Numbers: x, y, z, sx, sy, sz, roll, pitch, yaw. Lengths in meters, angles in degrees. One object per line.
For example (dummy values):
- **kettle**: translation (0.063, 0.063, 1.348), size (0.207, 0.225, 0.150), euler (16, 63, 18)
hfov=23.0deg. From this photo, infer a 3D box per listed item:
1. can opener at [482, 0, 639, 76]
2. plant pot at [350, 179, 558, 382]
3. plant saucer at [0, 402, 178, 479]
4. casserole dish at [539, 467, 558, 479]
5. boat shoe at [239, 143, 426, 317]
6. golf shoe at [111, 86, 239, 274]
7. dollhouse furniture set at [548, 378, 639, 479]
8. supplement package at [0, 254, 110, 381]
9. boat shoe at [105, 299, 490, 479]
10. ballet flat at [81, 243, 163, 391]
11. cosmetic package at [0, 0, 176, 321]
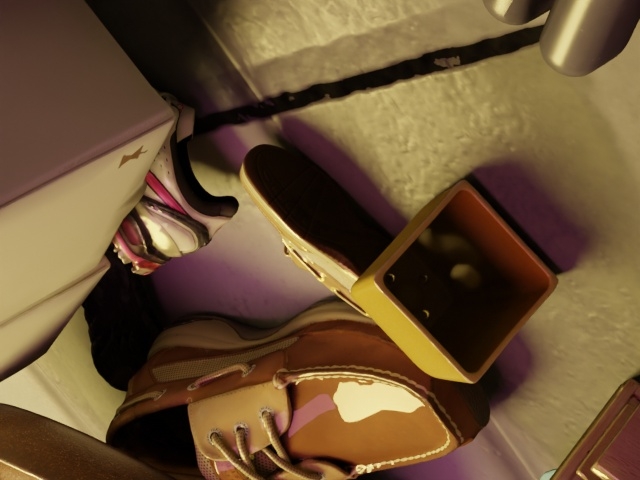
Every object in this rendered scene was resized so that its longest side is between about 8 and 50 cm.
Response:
- **can opener**: translation (0.105, -0.161, 0.585), size (0.076, 0.095, 0.283), euler (45, 150, 20)
- **plant pot**: translation (0.065, 0.027, 0.882), size (0.081, 0.081, 0.083), euler (47, 160, -9)
- **plant saucer**: translation (-0.150, 0.196, 1.155), size (0.311, 0.050, 0.310), euler (23, 161, 8)
- **casserole dish**: translation (0.211, 0.196, 0.970), size (0.188, 0.037, 0.114), euler (48, 147, -11)
- **boat shoe**: translation (0.000, 0.000, 0.938), size (0.135, 0.050, 0.045), euler (44, 142, -5)
- **golf shoe**: translation (-0.120, -0.076, 0.974), size (0.086, 0.067, 0.186), euler (-27, 100, 12)
- **dollhouse furniture set**: translation (0.200, 0.147, 0.770), size (0.161, 0.212, 0.242), euler (37, 174, 8)
- **supplement package**: translation (-0.308, -0.031, 1.042), size (0.293, 0.175, 0.177), euler (55, 147, 6)
- **boat shoe**: translation (-0.028, 0.124, 1.050), size (0.324, 0.120, 0.122), euler (-9, 123, 51)
- **ballet flat**: translation (-0.150, 0.052, 1.174), size (0.173, 0.058, 0.049), euler (84, 169, -46)
- **cosmetic package**: translation (-0.262, -0.133, 0.881), size (0.365, 0.155, 0.197), euler (52, 148, 12)
